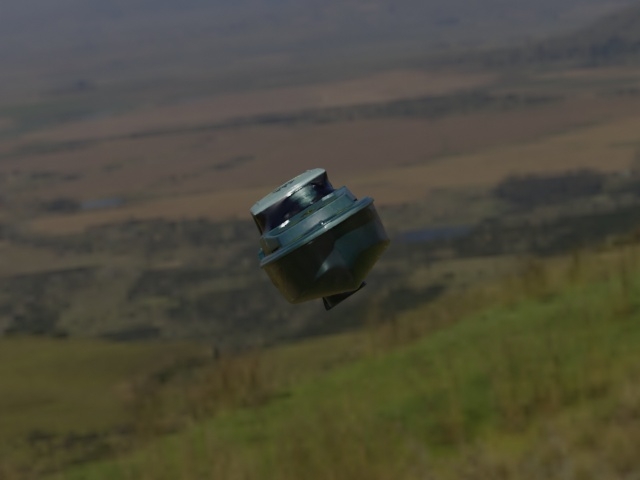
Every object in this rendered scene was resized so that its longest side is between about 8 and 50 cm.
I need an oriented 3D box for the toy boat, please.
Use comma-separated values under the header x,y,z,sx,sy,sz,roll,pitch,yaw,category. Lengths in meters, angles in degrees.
x,y,z,sx,sy,sz,roll,pitch,yaw,category
0.000,0.000,0.794,0.055,0.060,0.141,-32,0,-3,toy boat
